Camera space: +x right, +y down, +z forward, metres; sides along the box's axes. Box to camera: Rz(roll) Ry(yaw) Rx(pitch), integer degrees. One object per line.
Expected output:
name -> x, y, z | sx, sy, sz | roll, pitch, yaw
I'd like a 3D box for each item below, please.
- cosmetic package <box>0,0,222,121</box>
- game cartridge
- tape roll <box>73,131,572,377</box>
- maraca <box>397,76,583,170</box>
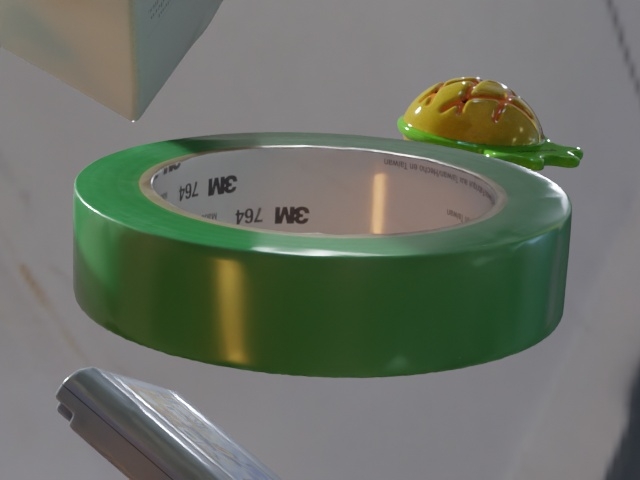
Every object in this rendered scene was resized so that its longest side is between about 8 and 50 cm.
cosmetic package -> -0.144, -0.309, 1.317 | 0.230, 0.161, 0.453 | -58, -9, -24
game cartridge -> -0.110, 0.202, 1.610 | 0.062, 0.198, 0.297 | -56, -16, -1
tape roll -> 0.000, 0.000, 1.171 | 0.321, 0.321, 0.077 | -22, -61, -54
maraca -> 0.148, -0.090, 1.592 | 0.127, 0.185, 0.099 | -10, -68, -35
